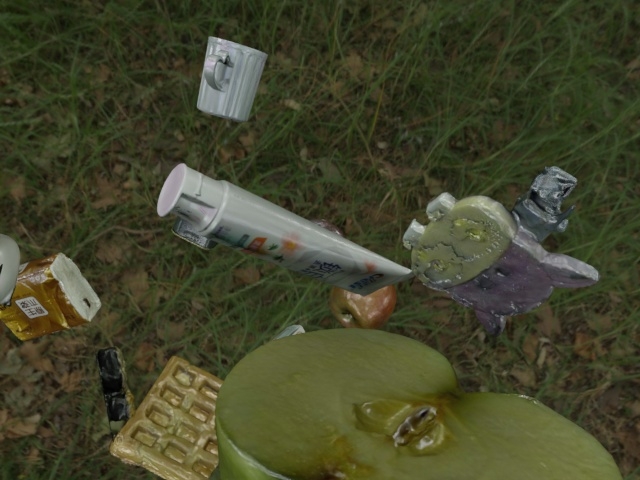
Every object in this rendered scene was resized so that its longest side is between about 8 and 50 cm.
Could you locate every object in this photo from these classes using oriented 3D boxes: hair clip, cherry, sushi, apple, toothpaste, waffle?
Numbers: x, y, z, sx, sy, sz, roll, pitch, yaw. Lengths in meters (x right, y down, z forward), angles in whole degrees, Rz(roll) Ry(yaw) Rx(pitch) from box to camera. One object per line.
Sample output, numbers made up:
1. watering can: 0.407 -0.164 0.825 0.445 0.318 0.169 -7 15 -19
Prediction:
1. hair clip: 0.158 0.009 0.516 0.146 0.187 0.056 37 46 1
2. cherry: 0.001 -0.001 1.890 0.175 0.176 0.140 0 78 -4
3. sushi: -0.322 0.221 0.883 0.043 0.279 0.193 -11 72 -23
4. apple: 0.075 0.210 0.554 0.360 0.320 0.312 -8 71 -48
5. toothpaste: -0.030 0.004 0.661 0.323 0.100 0.066 24 53 -33
6. apple: 0.126 0.171 1.638 0.188 0.188 0.174 33 56 11
7. waffle: -0.394 0.526 1.638 0.304 0.078 0.348 30 42 0

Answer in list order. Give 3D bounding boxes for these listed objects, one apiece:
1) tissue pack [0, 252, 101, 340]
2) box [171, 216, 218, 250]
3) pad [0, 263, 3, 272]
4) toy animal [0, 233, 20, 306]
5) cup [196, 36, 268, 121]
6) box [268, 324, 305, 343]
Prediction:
1. tissue pack: -0.683 0.138 1.379 0.226 0.183 0.092 -14 33 18
2. box: -0.358 -0.065 1.756 0.144 0.090 0.201 27 24 2
3. pad: -0.527 0.117 0.842 0.003 0.112 0.157 27 36 -14
4. toy animal: -0.664 0.024 1.029 0.187 0.235 0.165 -19 24 -14
5. cup: -0.268 -0.446 1.548 0.166 0.221 0.202 26 106 38
6. box: -0.062 0.404 1.737 0.135 0.079 0.270 -37 104 -41
